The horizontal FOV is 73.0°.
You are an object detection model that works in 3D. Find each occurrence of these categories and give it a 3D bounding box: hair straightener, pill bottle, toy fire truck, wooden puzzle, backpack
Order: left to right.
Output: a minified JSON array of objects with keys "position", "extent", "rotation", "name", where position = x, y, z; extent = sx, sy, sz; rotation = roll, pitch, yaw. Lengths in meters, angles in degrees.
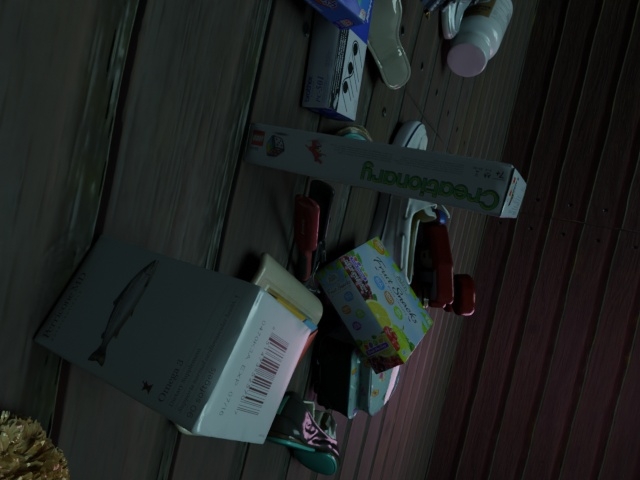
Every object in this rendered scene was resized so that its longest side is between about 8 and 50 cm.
[{"position":[-0.078,0.163,0.617],"extent":[0.239,0.044,0.221],"rotation":[-64,150,-15],"name":"wooden puzzle"},{"position":[0.000,0.000,0.670],"extent":[0.089,0.047,0.231],"rotation":[-49,152,-36],"name":"hair straightener"},{"position":[0.086,0.245,0.879],"extent":[0.188,0.144,0.166],"rotation":[-30,123,-59],"name":"backpack"},{"position":[0.273,0.057,1.086],"extent":[0.302,0.169,0.254],"rotation":[57,31,-83],"name":"toy fire truck"},{"position":[0.422,-0.554,1.161],"extent":[0.229,0.131,0.131],"rotation":[-62,150,-25],"name":"pill bottle"}]

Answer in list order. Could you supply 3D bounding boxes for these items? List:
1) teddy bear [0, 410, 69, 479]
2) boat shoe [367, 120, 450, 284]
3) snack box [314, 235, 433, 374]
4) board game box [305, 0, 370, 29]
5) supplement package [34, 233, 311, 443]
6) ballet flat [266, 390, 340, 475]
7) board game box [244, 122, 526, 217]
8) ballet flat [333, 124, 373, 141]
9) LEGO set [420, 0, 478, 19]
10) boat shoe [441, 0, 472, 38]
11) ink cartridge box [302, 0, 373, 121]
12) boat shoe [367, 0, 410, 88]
[{"position":[-0.277,0.258,0.222],"extent":[0.338,0.113,0.245],"rotation":[-30,130,-55],"name":"teddy bear"},{"position":[0.211,-0.078,0.949],"extent":[0.135,0.156,0.368],"rotation":[21,84,-63],"name":"boat shoe"},{"position":[0.105,0.110,0.805],"extent":[0.207,0.070,0.174],"rotation":[59,33,5],"name":"snack box"},{"position":[0.012,-0.387,0.497],"extent":[0.160,0.047,0.211],"rotation":[15,88,-44],"name":"board game box"},{"position":[-0.119,0.079,0.363],"extent":[0.105,0.179,0.105],"rotation":[-67,152,-19],"name":"supplement package"},{"position":[-0.015,0.352,0.792],"extent":[0.281,0.095,0.096],"rotation":[67,32,-49],"name":"ballet flat"},{"position":[0.085,-0.086,0.540],"extent":[0.193,0.305,0.053],"rotation":[-4,108,-61],"name":"board game box"},{"position":[0.066,-0.158,0.754],"extent":[0.206,0.073,0.067],"rotation":[40,39,-63],"name":"ballet flat"},{"position":[0.227,-0.482,0.667],"extent":[0.255,0.192,0.331],"rotation":[-41,180,29],"name":"LEGO set"},{"position":[0.342,-0.608,1.037],"extent":[0.079,0.081,0.228],"rotation":[-31,128,-55],"name":"boat shoe"},{"position":[0.029,-0.286,0.624],"extent":[0.097,0.046,0.207],"rotation":[-6,106,-63],"name":"ink cartridge box"},{"position":[0.101,-0.359,0.740],"extent":[0.206,0.075,0.065],"rotation":[58,8,-48],"name":"boat shoe"}]
